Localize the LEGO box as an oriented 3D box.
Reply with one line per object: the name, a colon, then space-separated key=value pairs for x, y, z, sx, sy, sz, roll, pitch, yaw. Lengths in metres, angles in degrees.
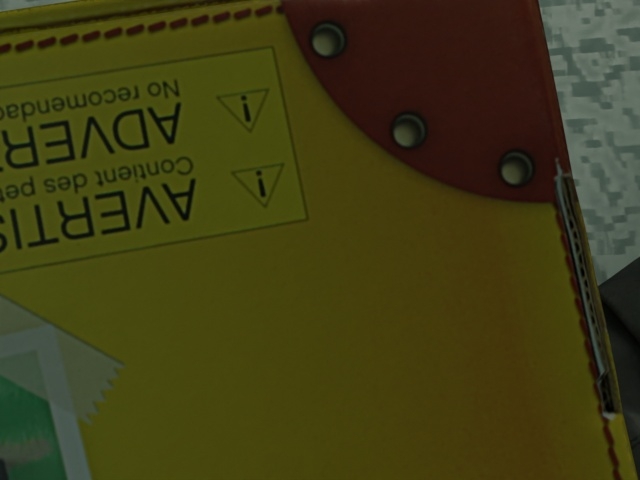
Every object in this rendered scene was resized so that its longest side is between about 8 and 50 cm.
LEGO box: x=-0.167 y=0.165 z=0.384 sx=0.500 sy=0.193 sz=0.372 roll=-10 pitch=84 yaw=-12

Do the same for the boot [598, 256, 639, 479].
boot: x=0.127 y=0.013 z=0.568 sx=0.222 sy=0.118 sz=0.338 roll=-19 pitch=59 yaw=12
